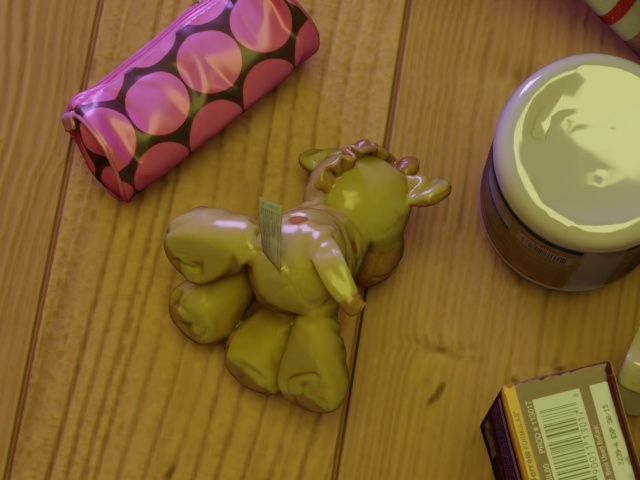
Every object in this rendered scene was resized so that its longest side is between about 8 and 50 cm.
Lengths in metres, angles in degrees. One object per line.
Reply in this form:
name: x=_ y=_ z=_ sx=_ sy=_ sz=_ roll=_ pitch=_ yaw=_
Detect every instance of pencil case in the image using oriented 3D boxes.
pencil case: x=-0.106 y=-0.128 z=1.434 sx=0.209 sy=0.095 sz=0.098 roll=-41 pitch=114 yaw=-11

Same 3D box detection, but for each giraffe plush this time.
giraffe plush: x=0.000 y=0.000 z=1.377 sx=0.181 sy=0.210 sz=0.170 roll=38 pitch=51 yaw=12

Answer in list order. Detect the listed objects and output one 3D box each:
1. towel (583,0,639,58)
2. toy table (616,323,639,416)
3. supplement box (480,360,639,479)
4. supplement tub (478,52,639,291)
towel: x=0.240 y=-0.306 z=1.390 sx=0.329 sy=0.037 sz=0.237 roll=39 pitch=90 yaw=-29
toy table: x=0.323 y=0.054 z=1.322 sx=0.161 sy=0.274 sz=0.252 roll=24 pitch=116 yaw=11
supplement box: x=0.172 y=0.159 z=1.309 sx=0.081 sy=0.188 sz=0.104 roll=-13 pitch=76 yaw=-3
supplement tub: x=0.192 y=-0.042 z=1.352 sx=0.144 sy=0.199 sz=0.144 roll=0 pitch=76 yaw=0
